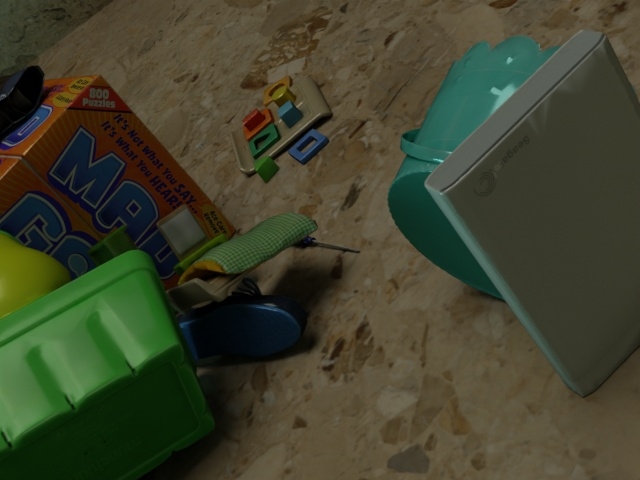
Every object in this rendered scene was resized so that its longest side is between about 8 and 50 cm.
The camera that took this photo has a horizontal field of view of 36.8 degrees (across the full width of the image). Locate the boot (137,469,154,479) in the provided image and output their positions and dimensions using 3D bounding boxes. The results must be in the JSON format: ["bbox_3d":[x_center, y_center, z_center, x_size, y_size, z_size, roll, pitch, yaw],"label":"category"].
[{"bbox_3d":[-0.277,0.330,1.258,0.086,0.069,0.190,-18,34,26],"label":"boot"}]

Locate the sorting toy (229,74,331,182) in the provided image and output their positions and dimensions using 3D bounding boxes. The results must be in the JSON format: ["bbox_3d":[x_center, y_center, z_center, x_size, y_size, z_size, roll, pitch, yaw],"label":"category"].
[{"bbox_3d":[-0.085,-0.225,1.779,0.196,0.047,0.348,-35,31,8],"label":"sorting toy"}]

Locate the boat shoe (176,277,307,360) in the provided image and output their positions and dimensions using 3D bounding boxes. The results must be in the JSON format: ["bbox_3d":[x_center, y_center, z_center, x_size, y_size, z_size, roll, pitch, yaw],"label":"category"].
[{"bbox_3d":[-0.118,0.102,1.347,0.258,0.109,0.089,-6,30,39],"label":"boat shoe"}]

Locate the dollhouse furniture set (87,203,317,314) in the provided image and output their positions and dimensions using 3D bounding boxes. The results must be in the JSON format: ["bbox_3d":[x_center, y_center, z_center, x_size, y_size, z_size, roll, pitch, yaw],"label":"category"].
[{"bbox_3d":[-0.174,-0.002,1.374,0.197,0.151,0.301,-38,8,-30],"label":"dollhouse furniture set"}]

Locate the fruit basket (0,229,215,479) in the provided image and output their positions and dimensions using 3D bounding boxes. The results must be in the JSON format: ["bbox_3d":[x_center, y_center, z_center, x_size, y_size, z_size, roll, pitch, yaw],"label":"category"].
[{"bbox_3d":[-0.365,0.158,1.263,0.392,0.283,0.392,-10,38,8],"label":"fruit basket"}]

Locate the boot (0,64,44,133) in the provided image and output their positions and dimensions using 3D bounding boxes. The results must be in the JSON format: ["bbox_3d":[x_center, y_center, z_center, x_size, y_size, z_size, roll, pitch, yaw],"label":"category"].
[{"bbox_3d":[-0.500,-0.197,1.464,0.106,0.082,0.219,-24,32,27],"label":"boot"}]

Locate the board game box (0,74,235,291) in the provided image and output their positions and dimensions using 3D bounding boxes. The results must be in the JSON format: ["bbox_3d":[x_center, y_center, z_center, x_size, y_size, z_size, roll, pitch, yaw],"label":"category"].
[{"bbox_3d":[-0.443,-0.019,1.601,0.356,0.356,0.356,8,55,50],"label":"board game box"}]

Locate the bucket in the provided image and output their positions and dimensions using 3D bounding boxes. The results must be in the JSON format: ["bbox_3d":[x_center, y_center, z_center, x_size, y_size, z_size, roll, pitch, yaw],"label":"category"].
[{"bbox_3d":[0.219,-0.069,1.065,0.281,0.281,0.183,4,55,49],"label":"bucket"}]

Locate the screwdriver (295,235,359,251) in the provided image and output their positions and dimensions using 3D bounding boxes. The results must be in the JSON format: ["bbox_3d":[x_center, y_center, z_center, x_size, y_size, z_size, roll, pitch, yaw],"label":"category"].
[{"bbox_3d":[0.000,0.000,1.431,0.170,0.024,0.025,5,81,47],"label":"screwdriver"}]

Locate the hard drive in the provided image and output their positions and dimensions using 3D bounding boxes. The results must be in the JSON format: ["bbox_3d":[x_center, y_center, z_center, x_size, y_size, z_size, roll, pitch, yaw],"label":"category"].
[{"bbox_3d":[0.249,-0.014,0.908,0.203,0.307,0.040,-44,34,-6],"label":"hard drive"}]
